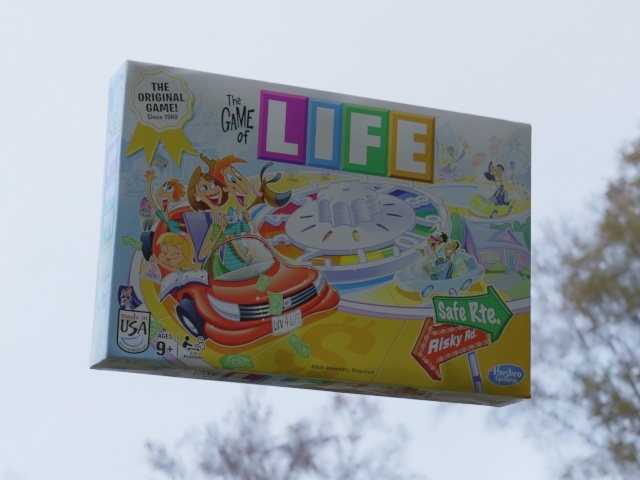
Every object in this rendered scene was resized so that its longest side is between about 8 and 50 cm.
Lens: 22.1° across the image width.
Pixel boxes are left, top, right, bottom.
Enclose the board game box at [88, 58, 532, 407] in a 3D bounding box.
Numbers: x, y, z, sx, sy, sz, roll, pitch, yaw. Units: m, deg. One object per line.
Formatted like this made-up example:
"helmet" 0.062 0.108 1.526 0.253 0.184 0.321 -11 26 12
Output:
"board game box" 0.000 0.000 0.574 0.154 0.103 0.026 7 -15 -20
